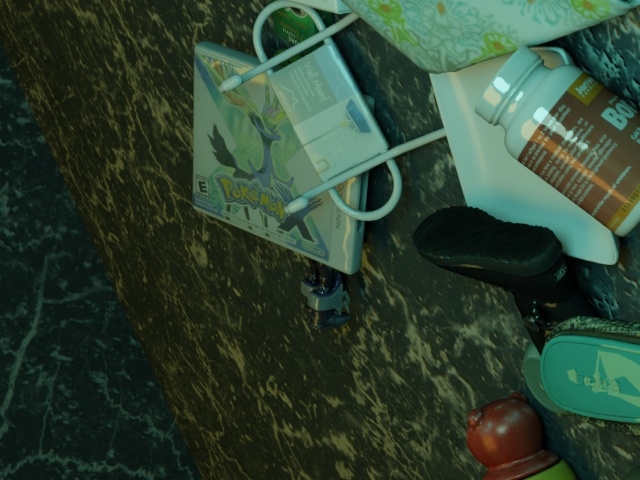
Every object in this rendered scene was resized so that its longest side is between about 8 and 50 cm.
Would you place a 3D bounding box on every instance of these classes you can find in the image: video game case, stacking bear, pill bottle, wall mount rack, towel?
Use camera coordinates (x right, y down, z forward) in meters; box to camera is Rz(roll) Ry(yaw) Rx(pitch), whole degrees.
[{"bbox_3d":[-0.067,-0.131,2.069,0.329,0.036,0.300,23,125,29],"label":"video game case"},{"bbox_3d":[0.303,0.368,1.910,0.289,0.175,0.164,68,158,6],"label":"stacking bear"},{"bbox_3d":[0.280,-0.112,1.425,0.216,0.121,0.121,38,151,8],"label":"pill bottle"},{"bbox_3d":[0.037,-0.196,1.847,0.304,0.130,0.350,-26,96,21],"label":"wall mount rack"},{"bbox_3d":[0.125,-0.322,1.420,0.320,0.090,0.374,41,155,-23],"label":"towel"}]

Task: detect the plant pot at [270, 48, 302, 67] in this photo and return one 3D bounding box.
[{"bbox_3d":[-0.062,-0.258,2.073,0.083,0.083,0.079,54,143,18],"label":"plant pot"}]

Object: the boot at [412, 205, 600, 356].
[{"bbox_3d":[0.248,0.066,1.700,0.246,0.094,0.207,13,143,50],"label":"boot"}]

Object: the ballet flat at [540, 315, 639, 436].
[{"bbox_3d":[0.447,0.157,1.379,0.482,0.182,0.164,12,108,55],"label":"ballet flat"}]

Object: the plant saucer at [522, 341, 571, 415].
[{"bbox_3d":[0.321,0.198,1.847,0.119,0.021,0.119,45,151,34],"label":"plant saucer"}]

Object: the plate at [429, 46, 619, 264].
[{"bbox_3d":[0.254,-0.118,1.626,0.277,0.045,0.278,15,128,57],"label":"plate"}]

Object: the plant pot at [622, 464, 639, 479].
[{"bbox_3d":[0.482,0.363,1.468,0.229,0.263,0.263,-21,97,49],"label":"plant pot"}]

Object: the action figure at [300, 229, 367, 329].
[{"bbox_3d":[0.000,0.000,2.192,0.185,0.099,0.285,41,142,52],"label":"action figure"}]

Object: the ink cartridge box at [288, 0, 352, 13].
[{"bbox_3d":[-0.013,-0.405,1.732,0.237,0.100,0.172,25,122,48],"label":"ink cartridge box"}]

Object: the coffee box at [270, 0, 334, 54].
[{"bbox_3d":[-0.031,-0.370,1.931,0.113,0.040,0.184,36,144,42],"label":"coffee box"}]
